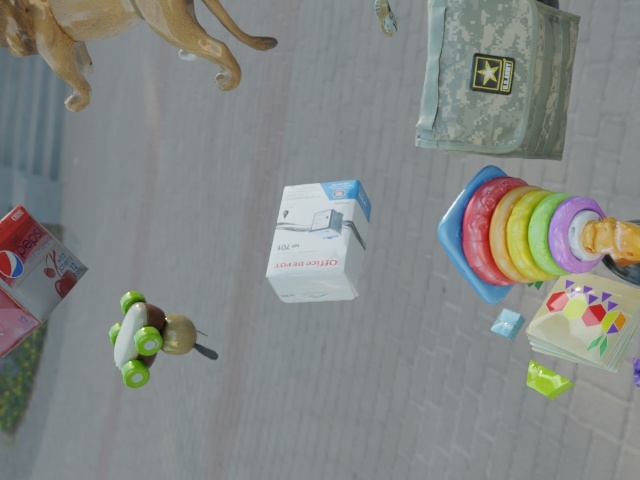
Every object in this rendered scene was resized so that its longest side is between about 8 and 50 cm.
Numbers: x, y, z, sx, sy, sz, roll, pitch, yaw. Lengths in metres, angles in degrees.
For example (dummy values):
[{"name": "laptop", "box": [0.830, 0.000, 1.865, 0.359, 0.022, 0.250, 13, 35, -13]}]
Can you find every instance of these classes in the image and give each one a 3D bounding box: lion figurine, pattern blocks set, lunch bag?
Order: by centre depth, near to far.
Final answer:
[{"name": "lion figurine", "box": [-0.270, -0.289, 1.058, 0.240, 0.392, 0.142, 70, -167, -45]}, {"name": "lunch bag", "box": [0.253, -0.242, 1.276, 0.169, 0.287, 0.235, 11, 100, 41]}, {"name": "pattern blocks set", "box": [0.424, 0.124, 1.352, 0.285, 0.026, 0.325, -51, 32, 0]}]

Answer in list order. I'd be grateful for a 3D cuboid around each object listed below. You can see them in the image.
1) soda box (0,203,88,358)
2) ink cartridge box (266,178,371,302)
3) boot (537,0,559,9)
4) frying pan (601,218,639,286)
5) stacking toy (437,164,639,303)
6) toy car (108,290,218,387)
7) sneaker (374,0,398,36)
[{"name": "soda box", "box": [-0.328, 0.083, 0.756, 0.263, 0.083, 0.092, -35, 17, 27]}, {"name": "ink cartridge box", "box": [0.000, 0.000, 1.427, 0.082, 0.140, 0.190, 63, -151, -48]}, {"name": "boot", "box": [0.389, -0.490, 1.643, 0.377, 0.138, 0.284, -81, -22, -57]}, {"name": "frying pan", "box": [0.670, 0.064, 1.635, 0.197, 0.326, 0.053, -23, 33, 55]}, {"name": "stacking toy", "box": [0.327, -0.008, 1.180, 0.165, 0.175, 0.302, -49, 25, -21]}, {"name": "toy car", "box": [-0.300, 0.200, 1.690, 0.155, 0.188, 0.148, 52, 125, 52]}, {"name": "sneaker", "box": [0.133, -0.452, 1.719, 0.032, 0.037, 0.083, 9, 127, 39]}]
